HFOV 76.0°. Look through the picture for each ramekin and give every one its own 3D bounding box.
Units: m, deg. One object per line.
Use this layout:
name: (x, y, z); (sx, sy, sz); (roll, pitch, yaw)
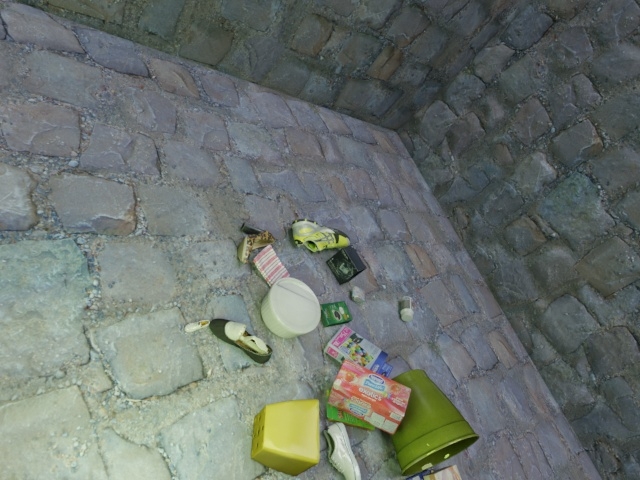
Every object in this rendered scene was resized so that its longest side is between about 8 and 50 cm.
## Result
ramekin: (-0.141, 0.309, 1.826); (0.273, 0.127, 0.272); (26, 43, -26)

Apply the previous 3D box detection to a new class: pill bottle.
pill bottle: (0.515, 0.408, 2.436); (0.078, 0.078, 0.137); (34, 39, -19)

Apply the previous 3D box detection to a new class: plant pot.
plant pot: (0.446, 0.792, 1.840); (0.367, 0.366, 0.352); (12, 38, -39)
plant pot: (-0.132, 0.687, 1.446); (0.187, 0.212, 0.212); (16, 46, -19)

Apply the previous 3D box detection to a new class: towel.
towel: (-0.227, 0.133, 1.942); (0.197, 0.029, 0.144); (58, 36, -13)

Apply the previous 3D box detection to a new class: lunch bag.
lunch bag: (0.203, 0.299, 2.243); (0.083, 0.053, 0.071); (38, 39, -30)

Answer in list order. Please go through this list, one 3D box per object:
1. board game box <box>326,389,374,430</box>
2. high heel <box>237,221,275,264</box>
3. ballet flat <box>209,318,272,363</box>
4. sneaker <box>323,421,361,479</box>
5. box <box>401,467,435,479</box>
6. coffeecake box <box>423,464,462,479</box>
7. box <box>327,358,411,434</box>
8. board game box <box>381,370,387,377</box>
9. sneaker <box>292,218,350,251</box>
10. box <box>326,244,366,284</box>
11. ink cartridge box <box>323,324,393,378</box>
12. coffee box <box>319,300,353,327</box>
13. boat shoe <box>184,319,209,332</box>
board game box: (0.126, 0.739, 1.783); (0.260, 0.039, 0.124); (28, 41, -28)
high heel: (-0.293, 0.036, 1.948); (0.186, 0.093, 0.261); (26, 38, -27)
ballet flat: (-0.303, 0.382, 1.622); (0.280, 0.096, 0.095); (37, 38, -14)
sneaker: (0.079, 0.855, 1.604); (0.091, 0.094, 0.258); (-5, 55, -27)
box: (0.446, 1.093, 1.785); (0.225, 0.036, 0.136); (10, 51, -41)
coffeecake box: (0.556, 1.096, 1.814); (0.186, 0.068, 0.142); (11, 52, -42)
box: (0.200, 0.645, 1.695); (0.300, 0.154, 0.142); (21, 37, 13)
board game box: (0.244, 0.671, 1.906); (0.154, 0.103, 0.026); (-20, 73, -52)
sneaker: (0.000, 0.000, 2.267); (0.385, 0.145, 0.147); (15, 68, -33)
box: (0.140, 0.133, 2.240); (0.093, 0.158, 0.155); (-15, 68, -50)
ink cartridge box: (0.190, 0.540, 1.915); (0.311, 0.065, 0.186); (34, 32, 14)
coffee box: (0.072, 0.368, 2.057); (0.184, 0.040, 0.113); (-1, 58, -46)
boat shoe: (-0.468, 0.323, 1.559); (0.100, 0.035, 0.035); (-3, 60, -47)
